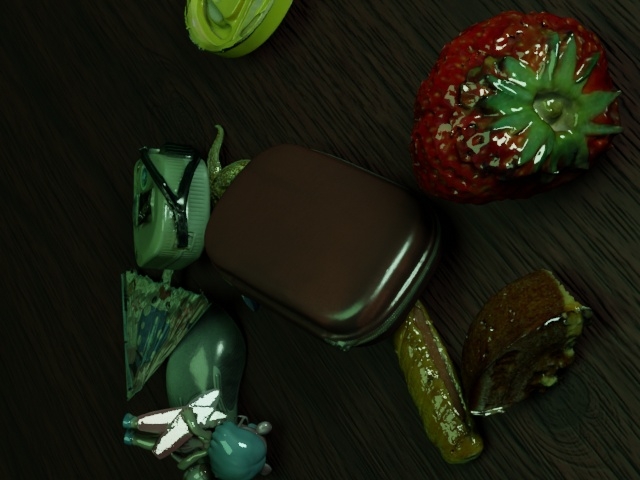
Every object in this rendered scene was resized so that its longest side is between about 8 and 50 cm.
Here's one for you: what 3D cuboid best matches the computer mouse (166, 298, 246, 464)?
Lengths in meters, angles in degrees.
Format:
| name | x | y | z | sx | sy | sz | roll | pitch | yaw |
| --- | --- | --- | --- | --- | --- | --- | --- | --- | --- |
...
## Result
| name | x | y | z | sx | sy | sz | roll | pitch | yaw |
| --- | --- | --- | --- | --- | --- | --- | --- | --- | --- |
| computer mouse | -0.212 | 0.292 | 2.073 | 0.167 | 0.090 | 0.379 | 0 | 93 | 48 |

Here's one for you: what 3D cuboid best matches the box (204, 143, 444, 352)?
| name | x | y | z | sx | sy | sz | roll | pitch | yaw |
| --- | --- | --- | --- | --- | --- | --- | --- | --- | --- |
| box | 0.000 | 0.000 | 1.767 | 0.404 | 0.108 | 0.263 | 28 | 80 | 42 |

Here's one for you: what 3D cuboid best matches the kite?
| name | x | y | z | sx | sy | sz | roll | pitch | yaw |
| --- | --- | --- | --- | --- | --- | --- | --- | --- | --- |
| kite | -0.291 | 0.117 | 2.138 | 0.406 | 0.014 | 0.369 | 12 | 84 | 58 |

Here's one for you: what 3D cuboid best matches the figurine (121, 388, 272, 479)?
| name | x | y | z | sx | sy | sz | roll | pitch | yaw |
| --- | --- | --- | --- | --- | --- | --- | --- | --- | --- |
| figurine | -0.212 | 0.361 | 1.988 | 0.260 | 0.103 | 0.205 | 8 | 112 | 8 |

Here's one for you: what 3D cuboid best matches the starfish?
| name | x | y | z | sx | sy | sz | roll | pitch | yaw |
| --- | --- | --- | --- | --- | --- | --- | --- | --- | --- |
| starfish | -0.181 | -0.093 | 2.067 | 0.216 | 0.050 | 0.224 | -11 | 78 | 54 |

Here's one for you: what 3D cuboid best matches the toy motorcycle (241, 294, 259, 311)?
| name | x | y | z | sx | sy | sz | roll | pitch | yaw |
| --- | --- | --- | --- | --- | --- | --- | --- | --- | --- |
| toy motorcycle | -0.124 | 0.009 | 1.972 | 0.114 | 0.076 | 0.205 | -35 | 76 | 41 |

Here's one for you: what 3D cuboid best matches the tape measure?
| name | x | y | z | sx | sy | sz | roll | pitch | yaw |
| --- | --- | --- | --- | --- | --- | --- | --- | --- | --- |
| tape measure | -0.266 | -0.078 | 2.034 | 0.207 | 0.115 | 0.235 | 149 | 122 | -64 |

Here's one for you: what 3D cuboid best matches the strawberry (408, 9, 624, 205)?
| name | x | y | z | sx | sy | sz | roll | pitch | yaw |
| --- | --- | --- | --- | --- | --- | --- | --- | --- | --- |
| strawberry | 0.227 | -0.170 | 1.501 | 0.288 | 0.250 | 0.239 | -157 | 64 | -70 |

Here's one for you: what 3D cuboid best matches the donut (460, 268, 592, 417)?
| name | x | y | z | sx | sy | sz | roll | pitch | yaw |
| --- | --- | --- | --- | --- | --- | --- | --- | --- | --- |
| donut | 0.258 | 0.128 | 1.544 | 0.126 | 0.144 | 0.187 | -110 | 17 | -47 |

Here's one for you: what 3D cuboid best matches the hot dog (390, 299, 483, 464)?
| name | x | y | z | sx | sy | sz | roll | pitch | yaw |
| --- | --- | --- | --- | --- | --- | --- | --- | --- | --- |
| hot dog | 0.153 | 0.190 | 1.706 | 0.088 | 0.061 | 0.286 | -54 | 53 | 46 |

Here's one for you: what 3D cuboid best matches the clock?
| name | x | y | z | sx | sy | sz | roll | pitch | yaw |
| --- | --- | --- | --- | --- | --- | --- | --- | --- | --- |
| clock | -0.117 | -0.442 | 1.964 | 0.293 | 0.071 | 0.277 | -50 | 46 | 25 |
